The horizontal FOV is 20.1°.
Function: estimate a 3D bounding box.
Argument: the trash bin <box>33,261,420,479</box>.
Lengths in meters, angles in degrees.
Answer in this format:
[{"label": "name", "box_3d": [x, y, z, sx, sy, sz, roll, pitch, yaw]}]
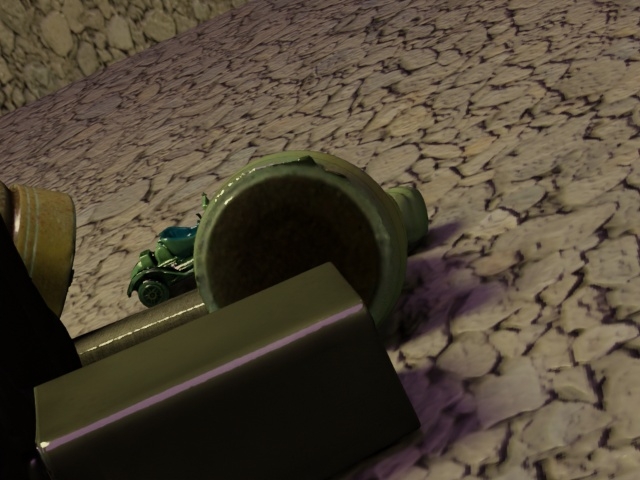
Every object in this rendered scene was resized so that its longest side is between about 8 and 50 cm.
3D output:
[{"label": "trash bin", "box_3d": [-0.069, 0.122, 1.279, 0.241, 0.122, 0.164, -26, 15, -5]}]

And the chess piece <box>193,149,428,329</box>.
[{"label": "chess piece", "box_3d": [0.000, 0.000, 1.549, 0.176, 0.175, 0.298, -24, 3, 9]}]

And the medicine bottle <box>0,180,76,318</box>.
[{"label": "medicine bottle", "box_3d": [-0.397, -0.001, 1.649, 0.322, 0.151, 0.151, 12, 3, -21]}]

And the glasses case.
[{"label": "glasses case", "box_3d": [-0.180, 0.097, 1.657, 0.205, 0.047, 0.071, -22, 15, 16]}]

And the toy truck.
[{"label": "toy truck", "box_3d": [-0.129, 0.004, 1.814, 0.154, 0.078, 0.080, -25, 15, 5]}]

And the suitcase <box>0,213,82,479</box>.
[{"label": "suitcase", "box_3d": [-0.399, 0.097, 1.475, 0.345, 0.339, 0.188, -22, 21, 14]}]
